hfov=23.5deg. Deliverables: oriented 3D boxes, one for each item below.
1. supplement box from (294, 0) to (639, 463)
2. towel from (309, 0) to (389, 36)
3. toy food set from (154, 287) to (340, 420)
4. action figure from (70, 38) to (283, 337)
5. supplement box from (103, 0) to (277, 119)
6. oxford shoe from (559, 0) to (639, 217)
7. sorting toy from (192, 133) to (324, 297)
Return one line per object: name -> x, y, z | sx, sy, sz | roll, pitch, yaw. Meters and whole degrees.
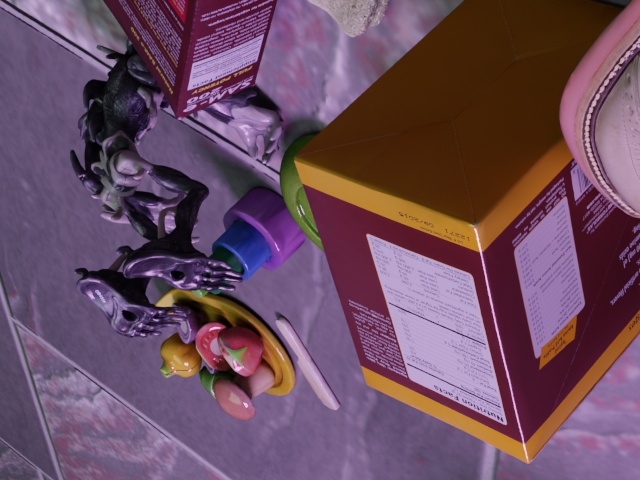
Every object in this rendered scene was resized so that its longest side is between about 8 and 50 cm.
supplement box -> 0.113, -0.015, 0.911 | 0.129, 0.191, 0.194 | 23, 144, 37
towel -> 0.008, -0.200, 0.986 | 0.110, 0.027, 0.148 | 41, 152, 8
toy food set -> -0.097, 0.121, 1.518 | 0.218, 0.071, 0.128 | 13, 138, 46
action figure -> -0.123, -0.058, 1.215 | 0.141, 0.276, 0.164 | 18, 136, -29
supplement box -> -0.086, -0.202, 1.028 | 0.130, 0.073, 0.239 | 57, 156, 17
oxford shoe -> 0.207, -0.070, 0.687 | 0.146, 0.140, 0.397 | 50, 173, 19
sorting toy -> 0.000, 0.000, 1.162 | 0.127, 0.126, 0.365 | 53, 151, -14
